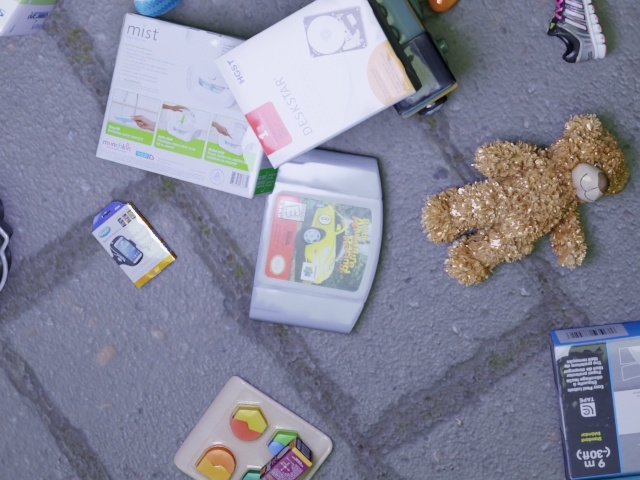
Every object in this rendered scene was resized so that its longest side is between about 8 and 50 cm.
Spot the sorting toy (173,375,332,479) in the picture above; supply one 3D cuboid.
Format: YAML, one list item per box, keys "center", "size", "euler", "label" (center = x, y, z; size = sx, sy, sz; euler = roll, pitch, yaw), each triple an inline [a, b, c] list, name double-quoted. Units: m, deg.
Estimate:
- center: [-0.114, 0.356, 2.078]
  size: [0.208, 0.038, 0.193]
  euler: [35, 101, -3]
  label: "sorting toy"

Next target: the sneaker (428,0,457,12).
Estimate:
- center: [0.220, -0.428, 1.900]
  size: [0.064, 0.067, 0.175]
  euler: [33, 102, -5]
  label: "sneaker"

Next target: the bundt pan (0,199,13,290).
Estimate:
- center: [-0.646, 0.004, 2.000]
  size: [0.331, 0.124, 0.330]
  euler: [0, 101, 2]
  label: "bundt pan"

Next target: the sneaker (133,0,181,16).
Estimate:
- center: [-0.222, -0.434, 1.885]
  size: [0.092, 0.087, 0.228]
  euler: [33, 65, 1]
  label: "sneaker"

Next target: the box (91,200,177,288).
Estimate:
- center: [-0.308, 0.001, 2.029]
  size: [0.081, 0.028, 0.136]
  euler: [-38, 94, 9]
  label: "box"

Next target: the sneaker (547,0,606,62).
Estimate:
- center: [0.378, -0.347, 1.907]
  size: [0.075, 0.063, 0.170]
  euler: [-24, 103, 1]
  label: "sneaker"

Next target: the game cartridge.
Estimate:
- center: [0.000, 0.000, 2.000]
  size: [0.196, 0.060, 0.294]
  euler: [8, 101, -2]
  label: "game cartridge"

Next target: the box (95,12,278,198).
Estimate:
- center: [-0.185, -0.209, 1.908]
  size: [0.262, 0.127, 0.231]
  euler: [14, 98, 12]
  label: "box"

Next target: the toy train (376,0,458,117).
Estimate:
- center: [0.093, -0.333, 1.861]
  size: [0.142, 0.190, 0.334]
  euler: [-29, 98, 7]
  label: "toy train"

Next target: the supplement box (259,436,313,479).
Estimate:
- center: [-0.056, 0.370, 2.038]
  size: [0.083, 0.055, 0.043]
  euler: [-44, 98, 8]
  label: "supplement box"

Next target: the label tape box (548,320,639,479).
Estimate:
- center: [0.510, 0.301, 1.998]
  size: [0.241, 0.106, 0.333]
  euler: [-8, 100, 5]
  label: "label tape box"

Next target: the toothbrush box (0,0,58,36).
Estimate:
- center: [-0.425, -0.454, 1.860]
  size: [0.122, 0.206, 0.283]
  euler: [34, 101, -4]
  label: "toothbrush box"

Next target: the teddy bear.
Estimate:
- center: [0.323, -0.056, 1.941]
  size: [0.338, 0.113, 0.245]
  euler: [-13, 102, 6]
  label: "teddy bear"

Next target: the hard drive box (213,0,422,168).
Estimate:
- center: [-0.002, -0.236, 1.756]
  size: [0.232, 0.089, 0.181]
  euler: [-28, 96, 16]
  label: "hard drive box"
